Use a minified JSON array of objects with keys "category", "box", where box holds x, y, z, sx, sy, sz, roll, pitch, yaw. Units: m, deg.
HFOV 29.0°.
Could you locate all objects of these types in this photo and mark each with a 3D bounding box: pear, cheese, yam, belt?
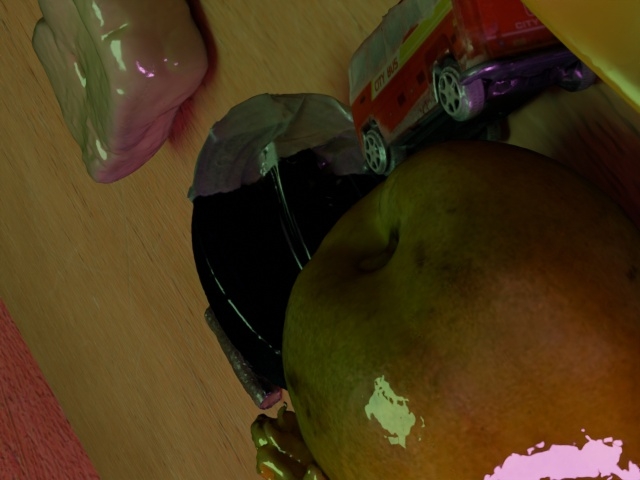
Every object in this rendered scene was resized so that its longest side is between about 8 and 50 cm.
[{"category":"pear","box":[0.078,0.054,0.587,0.200,0.200,0.200,49,153,35]},{"category":"cheese","box":[-0.177,-0.161,1.076,0.159,0.093,0.263,60,157,6]},{"category":"yam","box":[-0.083,0.112,1.234,0.129,0.027,0.033,53,154,30]},{"category":"belt","box":[0.000,0.000,0.764,0.198,0.151,0.078,58,164,14]}]

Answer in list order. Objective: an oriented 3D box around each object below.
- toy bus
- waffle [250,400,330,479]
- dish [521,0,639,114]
[{"category":"toy bus","box":[0.067,-0.088,0.620,0.174,0.079,0.077,146,107,-69]},{"category":"waffle","box":[0.070,0.171,0.720,0.243,0.238,0.058,40,104,50]},{"category":"dish","box":[0.122,-0.098,0.350,0.221,0.108,0.262,48,-172,31]}]
